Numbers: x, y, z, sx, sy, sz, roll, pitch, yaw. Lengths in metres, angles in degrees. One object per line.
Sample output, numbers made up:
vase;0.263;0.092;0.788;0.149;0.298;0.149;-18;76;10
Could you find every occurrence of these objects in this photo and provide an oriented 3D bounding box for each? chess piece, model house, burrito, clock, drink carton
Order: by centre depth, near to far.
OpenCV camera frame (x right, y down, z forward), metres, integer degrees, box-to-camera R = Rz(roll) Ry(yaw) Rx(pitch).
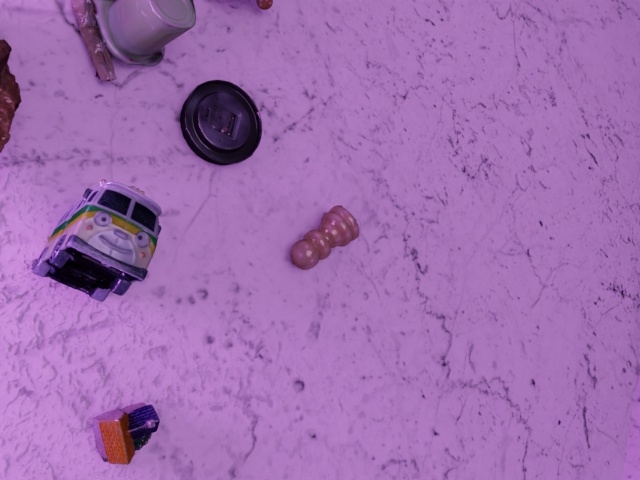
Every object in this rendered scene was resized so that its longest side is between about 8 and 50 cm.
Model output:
model house;-0.343;0.349;1.072;0.100;0.100;0.088;-12;90;-36
burrito;-0.437;-0.395;1.150;0.045;0.041;0.185;-21;93;-26
drink carton;-0.328;-0.432;1.151;0.146;0.142;0.144;-18;95;-52
clock;-0.214;-0.252;1.284;0.184;0.040;0.184;6;80;-35
chess piece;0.000;0.000;1.375;0.170;0.094;0.094;-36;104;-26

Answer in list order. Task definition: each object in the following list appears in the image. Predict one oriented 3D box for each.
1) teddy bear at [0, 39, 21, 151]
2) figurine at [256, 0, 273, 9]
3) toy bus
teddy bear;-0.582;-0.247;0.918;0.222;0.246;0.296;56;26;-36
figurine;-0.140;-0.626;1.342;0.274;0.133;0.194;-25;98;-45
toy bus;-0.371;-0.001;0.999;0.133;0.276;0.165;31;63;-28
